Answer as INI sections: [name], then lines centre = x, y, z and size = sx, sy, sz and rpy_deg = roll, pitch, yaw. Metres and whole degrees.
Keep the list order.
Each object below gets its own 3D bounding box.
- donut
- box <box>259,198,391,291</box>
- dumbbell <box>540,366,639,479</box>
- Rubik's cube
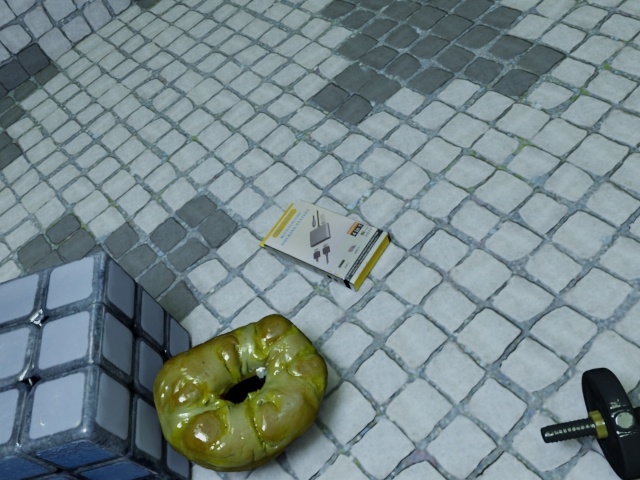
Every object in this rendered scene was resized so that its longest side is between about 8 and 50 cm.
[donut]
centre = -0.117, 0.243, 0.906
size = 0.262, 0.128, 0.208
rpy_deg = -20, 57, -23
[box]
centre = 0.000, 0.000, 1.139
size = 0.247, 0.033, 0.129
rpy_deg = 22, 66, 31
[dumbbell]
centre = 0.450, 0.219, 0.752
size = 0.326, 0.143, 0.143
rpy_deg = -15, 52, 9
[Rubik's cube]
centre = -0.403, 0.244, 0.932
size = 0.306, 0.301, 0.303
rpy_deg = -17, 51, 5
